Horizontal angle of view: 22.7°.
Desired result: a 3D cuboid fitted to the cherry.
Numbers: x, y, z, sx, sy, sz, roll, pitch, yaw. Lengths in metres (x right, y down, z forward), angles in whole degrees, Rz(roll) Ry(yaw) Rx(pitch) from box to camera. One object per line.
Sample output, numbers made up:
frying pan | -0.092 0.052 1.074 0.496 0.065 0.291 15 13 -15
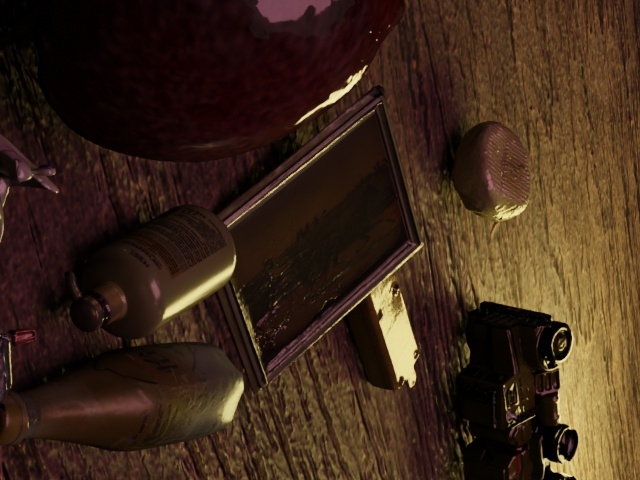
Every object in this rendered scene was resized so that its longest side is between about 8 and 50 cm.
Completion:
cherry | -0.083 -0.166 1.144 0.203 0.300 0.230 -104 -165 -54

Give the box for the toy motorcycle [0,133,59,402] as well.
toy motorcycle | -0.244 0.013 1.072 0.150 0.102 0.221 -10 104 -42

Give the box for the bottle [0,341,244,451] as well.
bottle | -0.164 0.125 1.240 0.269 0.083 0.083 0 95 -56

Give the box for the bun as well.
bun | 0.188 -0.076 1.812 0.115 0.069 0.115 24 58 -45

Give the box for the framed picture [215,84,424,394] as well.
framed picture | 0.000 0.000 1.496 0.252 0.014 0.197 -41 131 -30

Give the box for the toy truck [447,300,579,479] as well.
toy truck | 0.218 0.205 1.871 0.127 0.127 0.257 -12 106 -43

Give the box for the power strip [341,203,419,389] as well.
power strip | 0.045 0.038 1.618 0.064 0.044 0.305 -56 141 -38

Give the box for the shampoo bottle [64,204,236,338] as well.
shampoo bottle | -0.139 0.031 1.264 0.162 0.079 0.079 -35 125 -52
